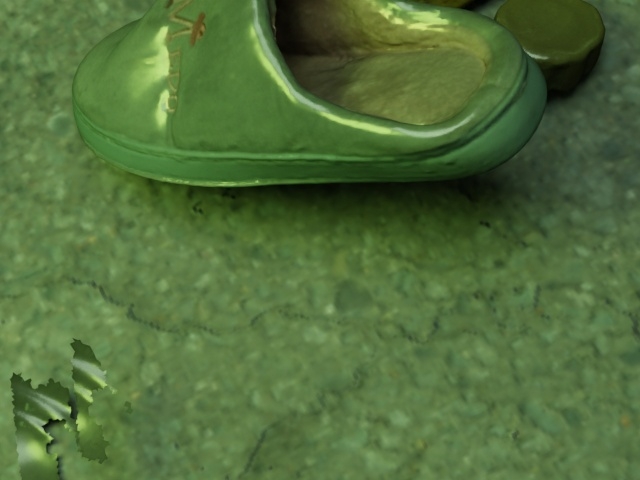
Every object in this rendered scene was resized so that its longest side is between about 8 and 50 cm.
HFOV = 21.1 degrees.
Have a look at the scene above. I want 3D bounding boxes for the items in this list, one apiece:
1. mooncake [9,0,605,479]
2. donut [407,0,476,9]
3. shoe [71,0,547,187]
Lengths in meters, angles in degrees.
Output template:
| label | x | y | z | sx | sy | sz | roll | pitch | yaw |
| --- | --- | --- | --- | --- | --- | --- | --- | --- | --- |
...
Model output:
| label | x | y | z | sx | sy | sz | roll | pitch | yaw |
| --- | --- | --- | --- | --- | --- | --- | --- | --- | --- |
| mooncake | -0.004 | -0.008 | 0.803 | 0.346 | 0.057 | 0.150 | -25 | 50 | -3 |
| donut | -0.005 | -0.193 | 0.882 | 0.259 | 0.101 | 0.152 | 35 | 78 | 17 |
| shoe | -0.020 | -0.087 | 0.783 | 0.251 | 0.100 | 0.103 | 7 | 43 | 31 |
